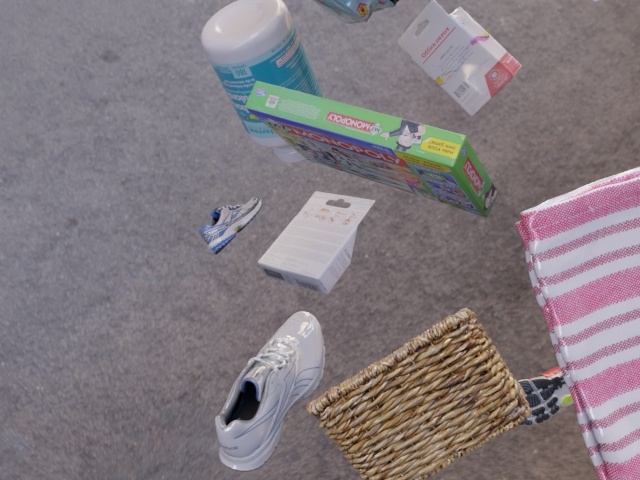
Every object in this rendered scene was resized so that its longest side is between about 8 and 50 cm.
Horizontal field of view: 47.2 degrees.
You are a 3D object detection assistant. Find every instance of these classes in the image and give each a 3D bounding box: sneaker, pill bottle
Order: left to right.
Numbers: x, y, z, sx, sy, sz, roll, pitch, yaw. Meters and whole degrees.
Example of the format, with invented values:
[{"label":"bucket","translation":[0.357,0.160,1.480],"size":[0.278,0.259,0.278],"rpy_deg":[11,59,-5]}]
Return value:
[{"label":"sneaker","translation":[-0.148,-0.039,1.216],"size":[0.058,0.052,0.135],"rpy_deg":[45,52,-4]},{"label":"pill bottle","translation":[-0.080,-0.254,1.207],"size":[0.146,0.264,0.146],"rpy_deg":[-14,44,14]},{"label":"sneaker","translation":[-0.076,0.231,1.211],"size":[0.111,0.129,0.297],"rpy_deg":[14,52,20]},{"label":"sneaker","translation":[0.534,0.367,1.753],"size":[0.279,0.118,0.107],"rpy_deg":[-15,82,-9]}]

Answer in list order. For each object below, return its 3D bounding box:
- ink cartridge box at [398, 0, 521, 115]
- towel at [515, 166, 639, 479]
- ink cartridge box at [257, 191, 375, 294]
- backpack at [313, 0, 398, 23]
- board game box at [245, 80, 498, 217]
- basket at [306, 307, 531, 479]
[{"label":"ink cartridge box","translation":[0.252,-0.340,1.338],"size":[0.198,0.115,0.067],"rpy_deg":[44,41,-1]},{"label":"towel","translation":[0.210,0.053,0.430],"size":[0.144,0.029,0.197],"rpy_deg":[-19,94,-2]},{"label":"ink cartridge box","translation":[0.000,0.000,1.608],"size":[0.189,0.066,0.232],"rpy_deg":[13,51,42]},{"label":"backpack","translation":[0.030,-0.401,1.034],"size":[0.188,0.166,0.144],"rpy_deg":[42,96,-18]},{"label":"board game box","translation":[0.076,-0.128,1.032],"size":[0.317,0.213,0.046],"rpy_deg":[21,85,28]},{"label":"basket","translation":[0.151,0.233,1.210],"size":[0.299,0.213,0.223],"rpy_deg":[-35,105,9]}]
